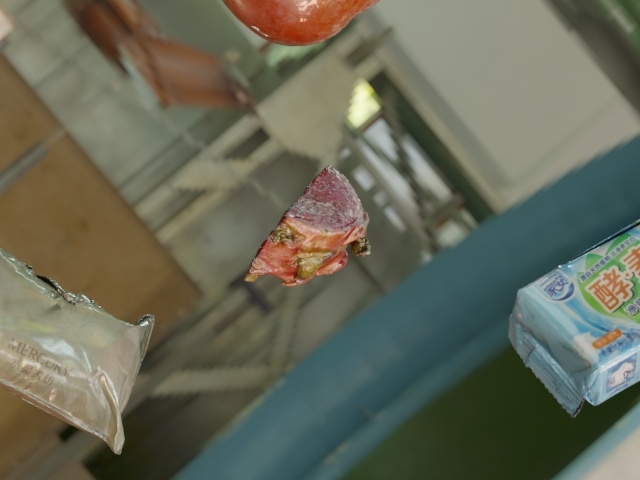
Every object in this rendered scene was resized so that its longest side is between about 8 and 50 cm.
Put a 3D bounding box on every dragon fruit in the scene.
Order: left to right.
[{"bbox_3d":[0.000,0.000,1.932,0.096,0.147,0.102,40,-44,-1],"label":"dragon fruit"}]

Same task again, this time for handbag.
[{"bbox_3d":[-0.310,0.104,2.043,0.270,0.182,0.117,29,-38,-14],"label":"handbag"}]

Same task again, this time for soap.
[{"bbox_3d":[0.351,0.069,2.029,0.156,0.293,0.077,45,-29,36],"label":"soap"}]

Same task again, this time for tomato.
[{"bbox_3d":[-0.018,-0.299,1.775,0.184,0.208,0.208,51,-6,-17],"label":"tomato"}]
